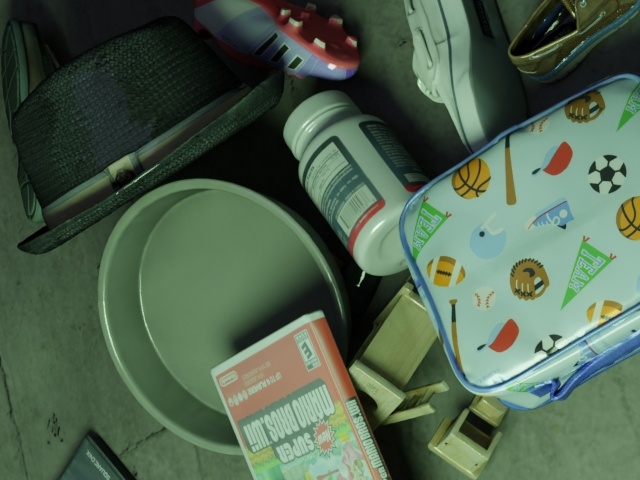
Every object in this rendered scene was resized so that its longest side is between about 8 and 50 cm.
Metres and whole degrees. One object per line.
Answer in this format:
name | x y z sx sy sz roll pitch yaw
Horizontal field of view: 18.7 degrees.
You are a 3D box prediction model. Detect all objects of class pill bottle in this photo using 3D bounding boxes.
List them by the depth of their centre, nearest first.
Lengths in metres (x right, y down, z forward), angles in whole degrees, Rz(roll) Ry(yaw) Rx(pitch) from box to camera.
pill bottle | 0.041 -0.062 1.935 0.108 0.108 0.180 -48 55 20

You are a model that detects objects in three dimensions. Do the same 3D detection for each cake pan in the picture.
cake pan | -0.093 0.073 1.977 0.293 0.054 0.293 9 109 26

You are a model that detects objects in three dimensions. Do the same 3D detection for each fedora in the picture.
fedora | -0.204 -0.127 2.009 0.334 0.334 0.152 -29 96 30

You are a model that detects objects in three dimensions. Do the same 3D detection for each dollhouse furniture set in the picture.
dollhouse furniture set | 0.122 0.120 1.875 0.182 0.161 0.101 -54 0 -32

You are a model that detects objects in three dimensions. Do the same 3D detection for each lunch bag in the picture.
lunch bag | 0.227 0.011 1.754 0.303 0.115 0.243 -33 63 20

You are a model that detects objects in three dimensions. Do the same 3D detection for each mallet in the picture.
mallet | 0.000 0.000 2.002 0.190 0.039 0.062 47 115 39

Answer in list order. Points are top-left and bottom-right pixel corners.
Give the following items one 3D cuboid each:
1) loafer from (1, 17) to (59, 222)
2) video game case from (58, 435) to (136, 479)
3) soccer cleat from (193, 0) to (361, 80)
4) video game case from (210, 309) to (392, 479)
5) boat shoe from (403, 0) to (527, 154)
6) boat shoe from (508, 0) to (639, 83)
loafer | -0.318 -0.139 2.271 0.096 0.084 0.268 124 139 -55
video game case | -0.269 0.382 2.138 0.196 0.026 0.274 44 107 36
soccer cleat | -0.049 -0.213 2.067 0.248 0.083 0.095 36 121 37
video game case | -0.001 0.226 1.858 0.204 0.025 0.285 -33 78 55
boat shoe | 0.135 -0.175 1.907 0.084 0.095 0.258 -31 52 34
boat shoe | 0.250 -0.224 1.830 0.183 0.066 0.066 -51 55 18
